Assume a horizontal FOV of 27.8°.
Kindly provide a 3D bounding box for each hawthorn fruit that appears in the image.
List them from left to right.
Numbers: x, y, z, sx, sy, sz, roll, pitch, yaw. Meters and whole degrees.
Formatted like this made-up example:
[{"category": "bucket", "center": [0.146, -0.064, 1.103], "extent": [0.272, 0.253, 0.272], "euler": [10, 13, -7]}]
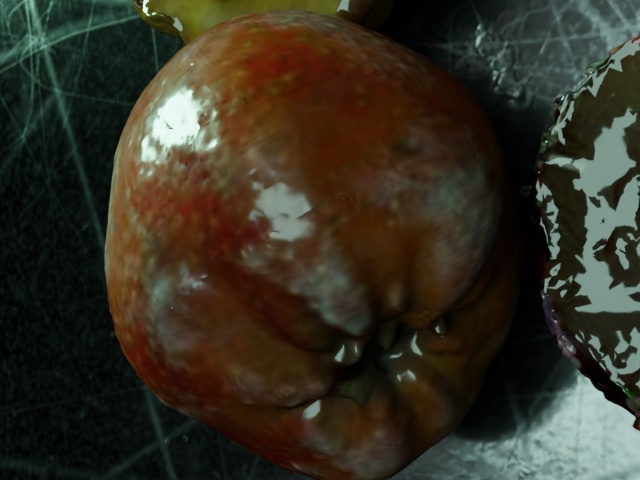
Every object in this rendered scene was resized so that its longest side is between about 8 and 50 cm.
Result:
[{"category": "hawthorn fruit", "center": [0.000, 0.000, 0.785], "extent": [0.284, 0.284, 0.284], "euler": [-1, 88, 29]}]

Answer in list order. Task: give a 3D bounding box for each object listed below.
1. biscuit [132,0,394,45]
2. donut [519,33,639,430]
[{"category": "biscuit", "center": [-0.028, -0.280, 0.897], "extent": [0.325, 0.107, 0.326], "euler": [0, 89, 25]}, {"category": "donut", "center": [0.248, -0.008, 0.742], "extent": [0.269, 0.103, 0.270], "euler": [-2, 87, 31]}]
